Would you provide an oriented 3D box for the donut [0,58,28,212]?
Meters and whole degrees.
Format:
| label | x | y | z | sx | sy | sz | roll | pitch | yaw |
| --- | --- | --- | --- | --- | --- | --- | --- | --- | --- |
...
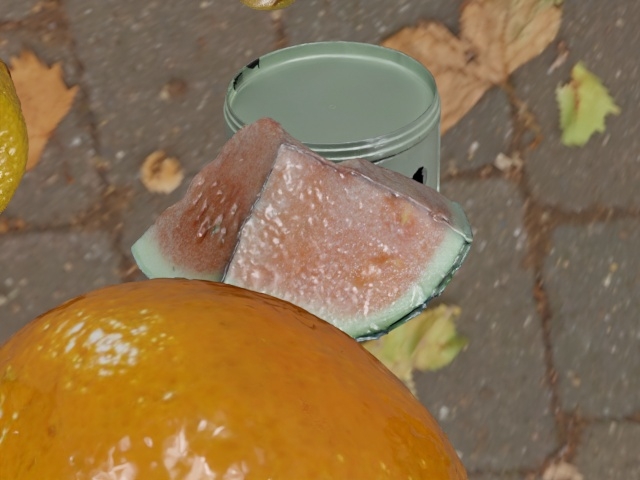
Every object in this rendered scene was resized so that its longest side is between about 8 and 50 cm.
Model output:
| label | x | y | z | sx | sy | sz | roll | pitch | yaw |
| --- | --- | --- | --- | --- | --- | --- | --- | --- | --- |
| donut | -0.389 | -0.134 | 1.864 | 0.152 | 0.101 | 0.259 | -46 | 134 | 3 |

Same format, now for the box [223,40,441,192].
| label | x | y | z | sx | sy | sz | roll | pitch | yaw |
| --- | --- | --- | --- | --- | --- | --- | --- | --- | --- |
| box | 0.013 | -0.093 | 1.854 | 0.226 | 0.226 | 0.149 | 8 | 125 | 15 |

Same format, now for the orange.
| label | x | y | z | sx | sy | sz | roll | pitch | yaw |
| --- | --- | --- | --- | --- | --- | --- | --- | --- | --- |
| orange | -0.084 | 0.229 | 1.151 | 0.424 | 0.326 | 0.424 | -13 | 74 | 51 |

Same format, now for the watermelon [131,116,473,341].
| label | x | y | z | sx | sy | sz | roll | pitch | yaw |
| --- | --- | --- | --- | --- | --- | --- | --- | --- | --- |
| watermelon | 0.000 | 0.000 | 1.575 | 0.318 | 0.148 | 0.226 | -9 | 122 | -17 |

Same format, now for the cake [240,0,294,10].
| label | x | y | z | sx | sy | sz | roll | pitch | yaw |
| --- | --- | --- | --- | --- | --- | --- | --- | --- | --- |
| cake | -0.056 | -0.287 | 1.901 | 0.084 | 0.044 | 0.084 | -1 | 88 | 15 |
